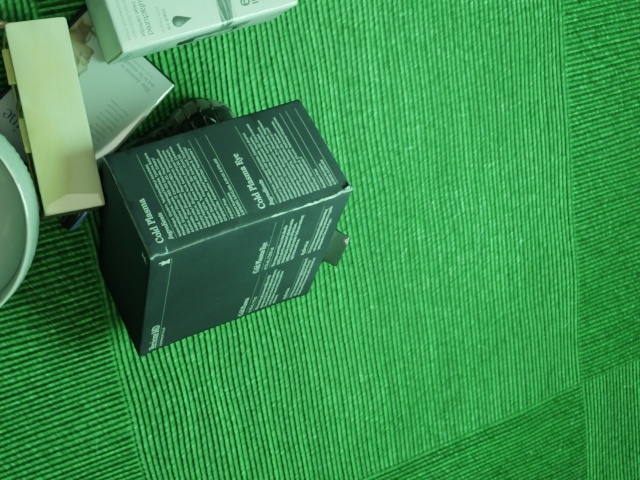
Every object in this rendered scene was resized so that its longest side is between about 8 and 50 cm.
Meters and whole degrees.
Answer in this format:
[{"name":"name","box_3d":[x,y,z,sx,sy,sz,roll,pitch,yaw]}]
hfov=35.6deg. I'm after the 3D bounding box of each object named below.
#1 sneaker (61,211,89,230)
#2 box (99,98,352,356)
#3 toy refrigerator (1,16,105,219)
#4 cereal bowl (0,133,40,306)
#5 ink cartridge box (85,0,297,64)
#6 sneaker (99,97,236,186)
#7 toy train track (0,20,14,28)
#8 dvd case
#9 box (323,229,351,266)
[{"name":"sneaker","box_3d":[-0.386,-0.110,1.539,0.078,0.067,0.188,3,98,-24]},{"name":"box","box_3d":[-0.159,-0.013,1.517,0.312,0.179,0.343,-20,157,-23]},{"name":"toy refrigerator","box_3d":[-0.387,-0.170,1.421,0.094,0.102,0.269,-12,92,-20]},{"name":"cereal bowl","box_3d":[-0.551,-0.043,1.386,0.339,0.141,0.339,0,109,0]},{"name":"ink cartridge box","box_3d":[-0.207,-0.407,1.487,0.289,0.121,0.211,-21,98,-22]},{"name":"sneaker","box_3d":[-0.245,-0.150,1.588,0.267,0.106,0.101,-33,99,-39]},{"name":"toy train track","box_3d":[-0.467,-0.316,1.458,0.083,0.014,0.048,3,103,-30]},{"name":"dvd case","box_3d":[-0.366,-0.206,1.496,0.180,0.022,0.253,43,75,-14]},{"name":"box","box_3d":[0.000,0.000,1.785,0.083,0.052,0.062,26,93,-33]}]
